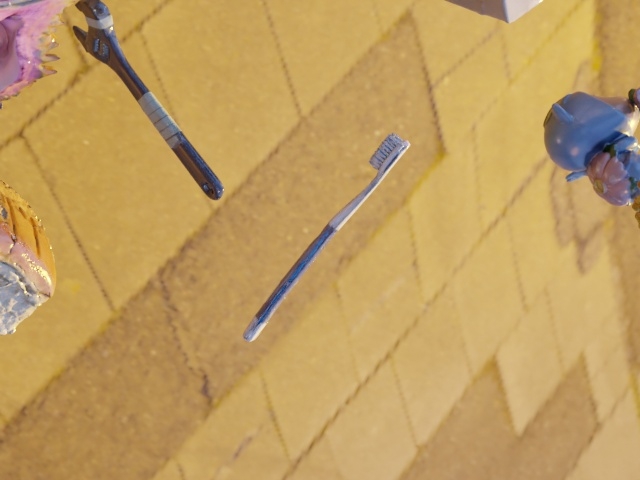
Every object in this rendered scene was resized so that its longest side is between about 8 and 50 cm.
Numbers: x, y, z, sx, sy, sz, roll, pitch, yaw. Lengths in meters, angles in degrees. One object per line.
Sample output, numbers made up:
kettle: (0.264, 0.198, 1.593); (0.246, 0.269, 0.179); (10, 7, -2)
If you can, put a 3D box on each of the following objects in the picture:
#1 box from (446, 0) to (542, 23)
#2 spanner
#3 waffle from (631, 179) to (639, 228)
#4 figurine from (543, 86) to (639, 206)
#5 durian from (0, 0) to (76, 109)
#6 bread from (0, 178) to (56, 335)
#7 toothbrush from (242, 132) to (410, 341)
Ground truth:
box: (0.038, -0.332, 1.166); (0.051, 0.365, 0.204); (-36, 132, -21)
spanner: (-0.228, -0.180, 1.723); (0.024, 0.087, 0.316); (-38, 92, -36)
waffle: (0.202, -0.048, 0.723); (0.085, 0.016, 0.078); (-37, 147, -31)
figurine: (0.357, -0.115, 1.565); (0.144, 0.178, 0.114); (-40, 161, 5)
durian: (-0.362, -0.200, 1.040); (0.191, 0.341, 0.112); (122, -25, -67)
bread: (-0.208, 0.006, 0.819); (0.077, 0.083, 0.070); (-42, 138, 15)
toothbrush: (0.000, 0.000, 1.418); (0.288, 0.026, 0.024); (-52, 169, 16)
